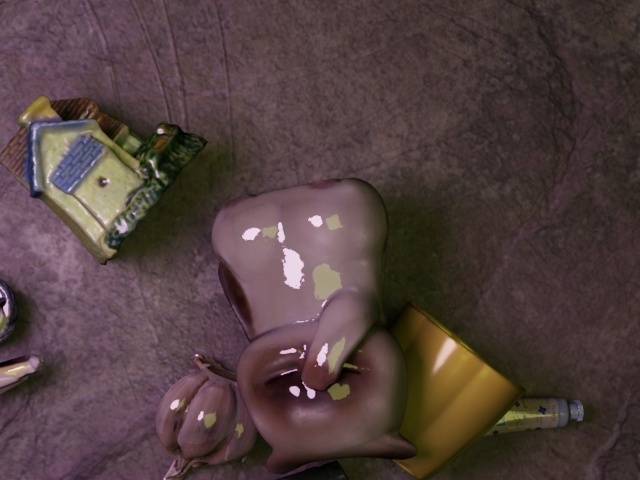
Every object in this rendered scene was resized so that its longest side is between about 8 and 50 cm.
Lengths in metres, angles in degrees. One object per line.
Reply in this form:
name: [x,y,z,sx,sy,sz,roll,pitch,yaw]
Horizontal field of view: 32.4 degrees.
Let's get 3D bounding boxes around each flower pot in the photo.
flower pot: [0.141,0.206,1.437,0.195,0.195,0.179,36,93,-11]

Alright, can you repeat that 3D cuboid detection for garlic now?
garlic: [-0.160,0.247,1.389,0.131,0.127,0.194,31,98,-15]

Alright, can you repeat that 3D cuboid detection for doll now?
doll: [-0.009,0.084,1.321,0.215,0.226,0.370,-10,73,3]

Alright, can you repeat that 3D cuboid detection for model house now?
model house: [-0.270,-0.099,1.319,0.189,0.214,0.195,38,82,-9]

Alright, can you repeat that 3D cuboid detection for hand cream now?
hand cream: [0.282,0.242,1.536,0.171,0.043,0.065,-2,82,-10]

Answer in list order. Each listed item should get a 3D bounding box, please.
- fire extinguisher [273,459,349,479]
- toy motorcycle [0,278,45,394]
fire extinguisher: [-0.109,0.365,1.406,0.311,0.095,0.114,-16,64,-16]
toy motorcycle: [-0.499,0.181,1.300,0.341,0.108,0.223,-24,86,-7]
